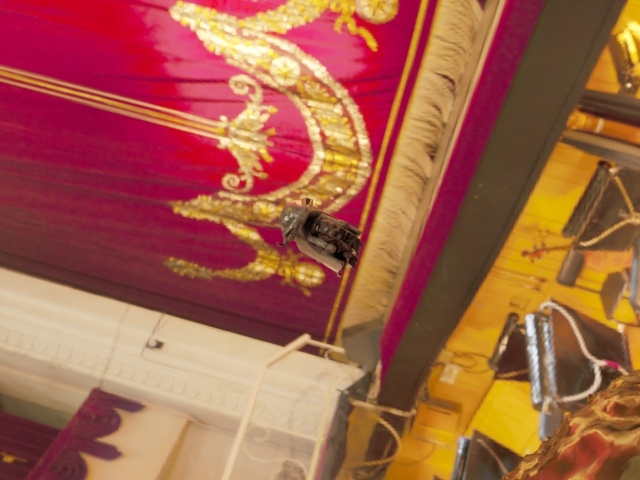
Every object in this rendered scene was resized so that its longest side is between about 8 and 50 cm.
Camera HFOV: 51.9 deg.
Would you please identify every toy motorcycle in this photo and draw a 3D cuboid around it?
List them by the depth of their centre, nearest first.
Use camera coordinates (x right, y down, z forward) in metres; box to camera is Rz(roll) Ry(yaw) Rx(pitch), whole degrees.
[{"bbox_3d":[0.000,0.000,0.952,0.080,0.122,0.215,-60,-6,-8],"label":"toy motorcycle"}]

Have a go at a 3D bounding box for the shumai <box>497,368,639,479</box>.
[{"bbox_3d":[0.185,0.293,0.371,0.324,0.323,0.397,-17,-37,-37],"label":"shumai"}]
